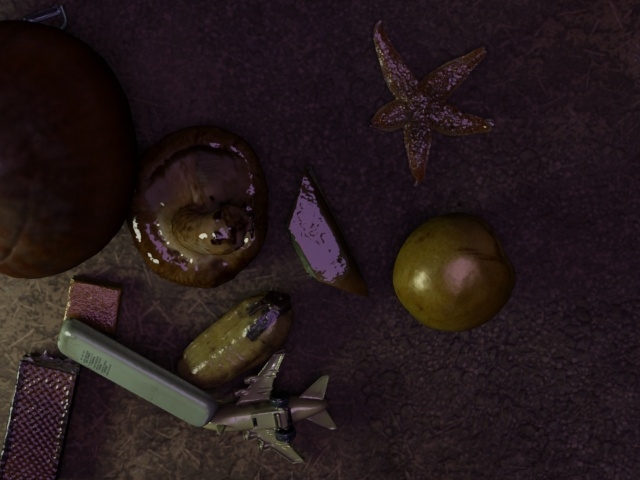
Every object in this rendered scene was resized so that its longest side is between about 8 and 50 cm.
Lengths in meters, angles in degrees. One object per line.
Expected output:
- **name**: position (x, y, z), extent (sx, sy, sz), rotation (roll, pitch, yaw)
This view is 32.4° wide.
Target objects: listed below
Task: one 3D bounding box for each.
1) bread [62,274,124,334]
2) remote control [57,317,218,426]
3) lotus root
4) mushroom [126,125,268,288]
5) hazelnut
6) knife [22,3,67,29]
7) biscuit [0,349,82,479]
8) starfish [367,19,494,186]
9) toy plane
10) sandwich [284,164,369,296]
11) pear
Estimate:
- **bread**: position (-0.399, 0.115, 1.944), extent (0.094, 0.035, 0.090), rotation (12, 100, -5)
- **remote control**: position (-0.321, 0.233, 1.922), extent (0.309, 0.038, 0.090), rotation (29, 137, 1)
- **lotus root**: position (-0.148, 0.178, 1.939), extent (0.258, 0.097, 0.110), rotation (-35, 57, 13)
- **mushroom**: position (-0.211, -0.062, 1.851), extent (0.267, 0.254, 0.267), rotation (-1, 75, 5)
- **hazelnut**: position (-0.484, -0.140, 1.748), extent (0.359, 0.359, 0.409), rotation (-9, 96, -2)
- **knife**: position (-0.527, -0.340, 1.867), extent (0.212, 0.015, 0.054), rotation (-19, 108, 0)
- **biscuit**: position (-0.497, 0.319, 1.958), extent (0.106, 0.070, 0.252), rotation (13, 99, -7)
- **starfish**: position (0.189, -0.252, 1.909), extent (0.231, 0.048, 0.295), rotation (-16, 99, 10)
- **toy plane**: position (-0.097, 0.309, 1.971), extent (0.244, 0.092, 0.229), rotation (-10, 110, -4)
- **sandwich**: position (0.000, 0.000, 1.918), extent (0.096, 0.094, 0.258), rotation (-27, 99, -3)
- **pear**: position (0.225, 0.059, 1.889), extent (0.209, 0.209, 0.209), rotation (-1, 100, -3)
